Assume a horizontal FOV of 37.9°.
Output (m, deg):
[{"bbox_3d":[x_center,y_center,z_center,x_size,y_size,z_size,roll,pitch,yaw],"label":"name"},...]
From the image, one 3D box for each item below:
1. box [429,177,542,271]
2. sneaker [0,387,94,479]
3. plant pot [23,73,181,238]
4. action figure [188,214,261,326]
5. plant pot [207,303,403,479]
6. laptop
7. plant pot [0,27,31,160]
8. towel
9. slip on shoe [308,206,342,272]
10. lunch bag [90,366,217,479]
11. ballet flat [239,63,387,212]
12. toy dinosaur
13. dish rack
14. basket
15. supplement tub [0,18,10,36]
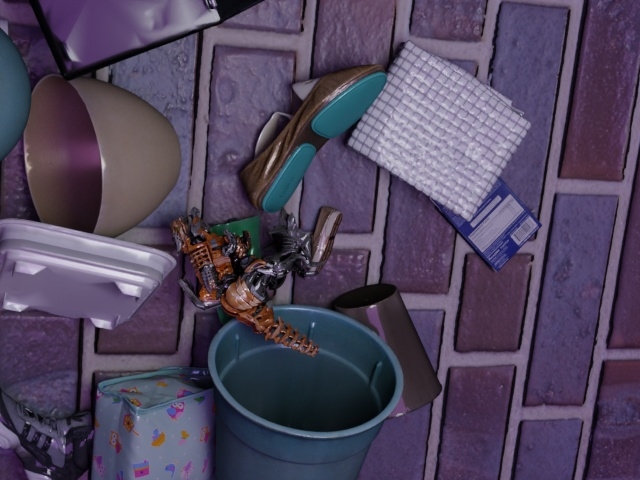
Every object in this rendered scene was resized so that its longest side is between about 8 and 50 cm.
[{"bbox_3d":[0.326,-0.061,1.865,0.136,0.036,0.225,-45,111,-2],"label":"box"},{"bbox_3d":[-0.499,0.336,1.697,0.153,0.101,0.269,-31,116,-8],"label":"sneaker"},{"bbox_3d":[-0.346,-0.137,1.553,0.191,0.284,0.284,-11,108,-40],"label":"plant pot"},{"bbox_3d":[-0.162,0.078,1.745,0.137,0.063,0.232,-12,103,-15],"label":"action figure"},{"bbox_3d":[-0.051,0.348,1.694,0.341,0.341,0.334,0,125,-16],"label":"plant pot"},{"bbox_3d":[-0.287,-0.513,1.482,0.407,0.236,0.382,-22,108,-6],"label":"laptop"},{"bbox_3d":[-0.580,-0.218,1.395,0.290,0.195,0.290,-4,102,-19],"label":"plant pot"},{"bbox_3d":[0.218,-0.204,1.739,0.283,0.121,0.235,31,92,-7],"label":"towel"},{"bbox_3d":[0.000,0.000,1.787,0.041,0.051,0.135,25,107,19],"label":"slip on shoe"},{"bbox_3d":[-0.282,0.358,1.728,0.262,0.160,0.223,-9,108,-49],"label":"lunch bag"},{"bbox_3d":[-0.030,-0.207,1.680,0.342,0.124,0.116,-50,152,13],"label":"ballet flat"},{"bbox_3d":[-0.120,0.067,1.642,0.218,0.164,0.322,-40,107,-17],"label":"toy dinosaur"},{"bbox_3d":[-0.409,0.071,1.538,0.285,0.333,0.072,13,68,-19],"label":"dish rack"},{"bbox_3d":[0.113,0.212,1.817,0.204,0.154,0.227,-18,104,-7],"label":"basket"},{"bbox_3d":[-0.565,-0.328,1.525,0.107,0.071,0.071,-2,104,-16],"label":"supplement tub"}]
